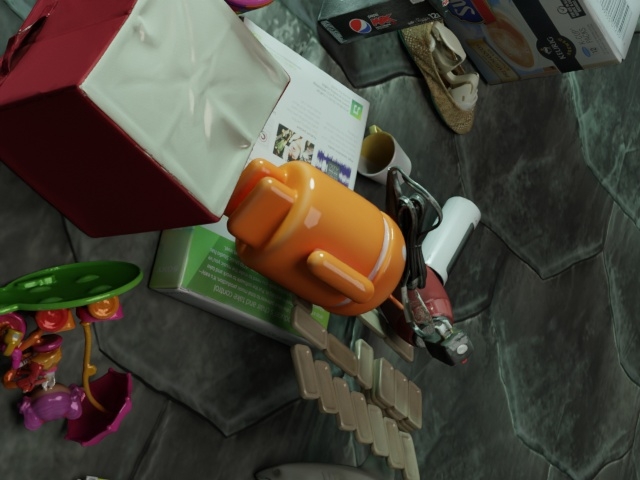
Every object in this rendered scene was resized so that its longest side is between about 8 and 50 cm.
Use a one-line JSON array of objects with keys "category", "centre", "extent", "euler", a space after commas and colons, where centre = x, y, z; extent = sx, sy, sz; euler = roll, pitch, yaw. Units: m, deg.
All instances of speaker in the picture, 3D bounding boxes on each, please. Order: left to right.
[{"category": "speaker", "centre": [0.170, 0.003, 1.488], "extent": [0.055, 0.055, 0.136], "euler": [56, 49, -28]}]

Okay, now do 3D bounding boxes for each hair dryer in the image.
[{"category": "hair dryer", "centre": [0.110, 0.019, 1.268], "extent": [0.080, 0.293, 0.223], "euler": [-12, 95, -14]}]

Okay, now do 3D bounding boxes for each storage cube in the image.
[{"category": "storage cube", "centre": [-0.177, -0.132, 1.020], "extent": [0.215, 0.193, 0.183], "euler": [46, 55, -34]}]

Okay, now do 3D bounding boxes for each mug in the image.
[{"category": "mug", "centre": [0.088, -0.107, 1.406], "extent": [0.064, 0.062, 0.078], "euler": [33, 69, -50]}]

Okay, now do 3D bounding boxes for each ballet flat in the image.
[{"category": "ballet flat", "centre": [0.179, -0.233, 1.509], "extent": [0.206, 0.067, 0.073], "euler": [53, 50, -30]}]

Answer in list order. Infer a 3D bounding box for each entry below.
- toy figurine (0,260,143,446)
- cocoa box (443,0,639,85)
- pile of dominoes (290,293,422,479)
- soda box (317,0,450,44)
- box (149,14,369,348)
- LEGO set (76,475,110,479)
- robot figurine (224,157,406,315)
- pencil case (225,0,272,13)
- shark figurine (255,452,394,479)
[{"category": "toy figurine", "centre": [-0.239, 0.117, 1.005], "extent": [0.173, 0.130, 0.159], "euler": [-13, 106, -26]}, {"category": "cocoa box", "centre": [0.279, -0.424, 1.516], "extent": [0.347, 0.228, 0.231], "euler": [46, 55, -34]}, {"category": "pile of dominoes", "centre": [0.032, 0.149, 1.241], "extent": [0.251, 0.040, 0.196], "euler": [43, 36, -35]}, {"category": "soda box", "centre": [0.079, -0.292, 1.330], "extent": [0.053, 0.169, 0.060], "euler": [36, 61, -40]}, {"category": "box", "centre": [-0.060, -0.060, 1.244], "extent": [0.232, 0.058, 0.322], "euler": [28, 65, -43]}, {"category": "LEGO set", "centre": [-0.222, 0.259, 0.994], "extent": [0.287, 0.132, 0.107], "euler": [25, 60, -37]}, {"category": "robot figurine", "centre": [0.000, -0.001, 1.141], "extent": [0.219, 0.158, 0.128], "euler": [32, 69, -30]}, {"category": "pencil case", "centre": [-0.091, -0.276, 1.095], "extent": [0.104, 0.236, 0.104], "euler": [-2, 98, -14]}, {"category": "shark figurine", "centre": [0.074, 0.305, 1.283], "extent": [0.278, 0.166, 0.116], "euler": [44, 46, -37]}]
